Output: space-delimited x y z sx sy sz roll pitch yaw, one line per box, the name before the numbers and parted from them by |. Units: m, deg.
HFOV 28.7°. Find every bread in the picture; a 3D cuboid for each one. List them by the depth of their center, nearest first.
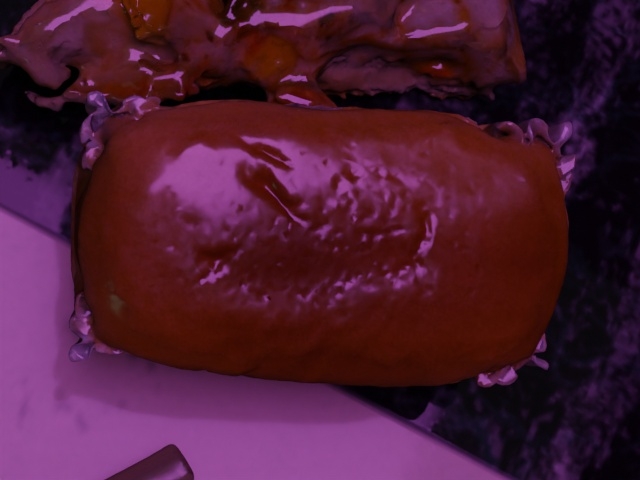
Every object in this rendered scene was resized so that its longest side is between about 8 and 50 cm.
bread | 0.000 0.000 0.615 0.241 0.107 0.136 3 96 -15

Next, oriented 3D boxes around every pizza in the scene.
pizza | -0.033 -0.145 0.682 0.297 0.071 0.189 -7 78 -16

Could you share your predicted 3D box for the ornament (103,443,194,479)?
ornament | -0.143 0.189 0.565 0.245 0.061 0.230 -26 81 -23
